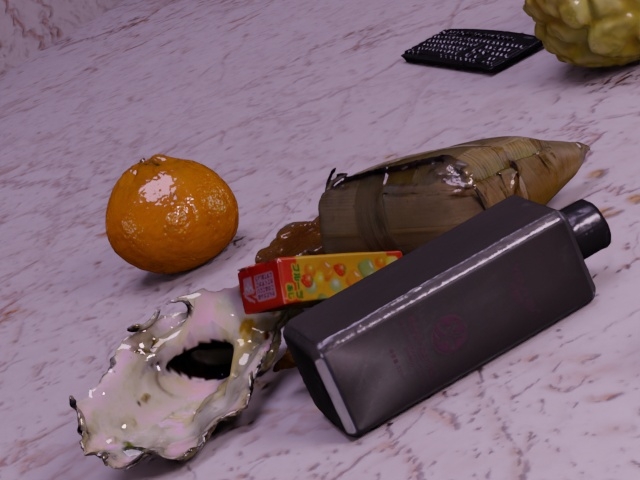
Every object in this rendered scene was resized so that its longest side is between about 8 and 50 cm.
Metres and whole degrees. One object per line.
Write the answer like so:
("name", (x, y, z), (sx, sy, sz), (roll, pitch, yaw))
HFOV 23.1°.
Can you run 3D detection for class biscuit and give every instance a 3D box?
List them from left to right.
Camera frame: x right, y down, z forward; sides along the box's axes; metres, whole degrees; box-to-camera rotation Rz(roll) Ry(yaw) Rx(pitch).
("biscuit", (0.000, 0.000, 1.468), (0.130, 0.019, 0.119), (-20, 18, 13))

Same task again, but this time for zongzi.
("zongzi", (0.112, -0.040, 1.329), (0.194, 0.099, 0.197), (-6, 15, 42))

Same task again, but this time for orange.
("orange", (-0.153, -0.027, 1.582), (0.135, 0.117, 0.135), (-27, 21, 11))

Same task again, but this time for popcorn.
("popcorn", (0.306, -0.281, 1.610), (0.216, 0.181, 0.235), (-17, 24, 15))

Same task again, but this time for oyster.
("oyster", (-0.106, 0.111, 1.223), (0.132, 0.072, 0.209), (9, 45, 16))

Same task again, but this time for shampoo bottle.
("shampoo bottle", (0.100, 0.044, 1.128), (0.246, 0.080, 0.079), (-29, 20, -13))

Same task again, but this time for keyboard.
("keyboard", (0.182, -0.232, 1.891), (0.087, 0.017, 0.250), (-30, 18, -13))

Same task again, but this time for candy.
("candy", (0.002, 0.033, 1.238), (0.122, 0.038, 0.062), (-3, -8, -35))

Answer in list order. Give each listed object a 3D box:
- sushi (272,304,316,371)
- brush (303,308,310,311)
("sushi", (0.019, 0.075, 1.188), (0.118, 0.061, 0.060), (-7, -23, 2))
("brush", (0.009, 0.064, 1.292), (0.043, 0.014, 0.170), (-31, 21, -24))
